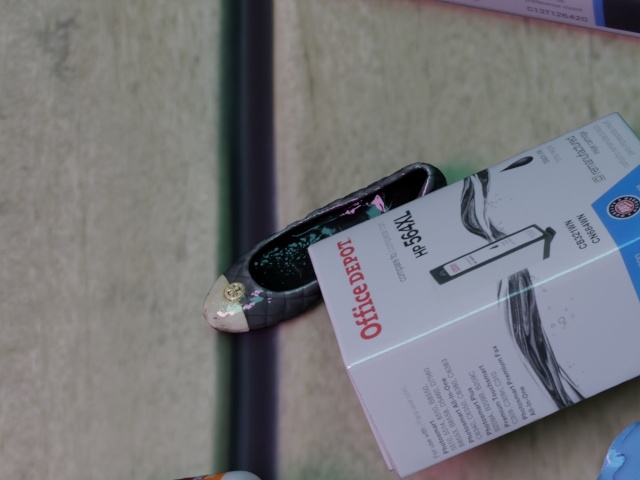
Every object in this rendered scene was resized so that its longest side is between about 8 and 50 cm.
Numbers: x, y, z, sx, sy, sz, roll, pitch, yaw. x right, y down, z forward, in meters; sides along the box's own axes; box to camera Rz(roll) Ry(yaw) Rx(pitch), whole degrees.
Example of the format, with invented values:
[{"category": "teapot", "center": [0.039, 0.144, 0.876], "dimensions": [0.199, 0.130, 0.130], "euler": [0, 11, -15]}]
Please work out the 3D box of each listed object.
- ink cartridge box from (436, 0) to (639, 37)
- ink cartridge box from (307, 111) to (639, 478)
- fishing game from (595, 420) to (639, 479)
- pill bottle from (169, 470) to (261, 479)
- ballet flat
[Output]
[{"category": "ink cartridge box", "center": [0.188, -0.286, 1.092], "dimensions": [0.303, 0.072, 0.307], "euler": [13, 72, 20]}, {"category": "ink cartridge box", "center": [0.107, 0.027, 0.924], "dimensions": [0.203, 0.086, 0.148], "euler": [-24, 27, 2]}, {"category": "fishing game", "center": [0.229, 0.160, 0.847], "dimensions": [0.189, 0.041, 0.264], "euler": [-6, 53, 0]}, {"category": "pill bottle", "center": [-0.134, 0.203, 0.920], "dimensions": [0.221, 0.121, 0.121], "euler": [-9, 64, 10]}, {"category": "ballet flat", "center": [0.000, 0.000, 1.018], "dimensions": [0.173, 0.049, 0.057], "euler": [-32, 61, -1]}]
